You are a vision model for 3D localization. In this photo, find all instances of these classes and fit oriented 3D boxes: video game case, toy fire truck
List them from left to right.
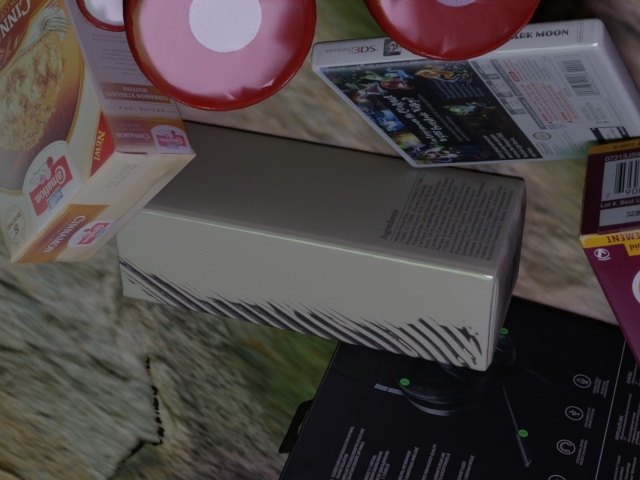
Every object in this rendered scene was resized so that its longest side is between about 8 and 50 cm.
[{"bbox_3d":[-0.012,-0.227,0.784,0.302,0.169,0.254,-13,116,-3],"label":"toy fire truck"},{"bbox_3d":[0.109,-0.087,0.907,0.173,0.022,0.190,-2,164,22],"label":"video game case"}]

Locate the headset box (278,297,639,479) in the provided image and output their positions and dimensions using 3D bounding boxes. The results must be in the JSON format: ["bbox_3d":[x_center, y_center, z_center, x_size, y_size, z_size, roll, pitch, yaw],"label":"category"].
[{"bbox_3d":[0.112,0.163,1.027,0.283,0.246,0.131,16,131,8],"label":"headset box"}]

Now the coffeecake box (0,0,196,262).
[{"bbox_3d":[-0.174,-0.099,0.980,0.142,0.068,0.185,-40,63,39],"label":"coffeecake box"}]

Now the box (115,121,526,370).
[{"bbox_3d":[0.000,0.000,1.033,0.275,0.113,0.094,11,131,15],"label":"box"}]

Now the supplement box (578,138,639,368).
[{"bbox_3d":[0.246,0.021,0.946,0.104,0.081,0.188,-8,137,26],"label":"supplement box"}]
